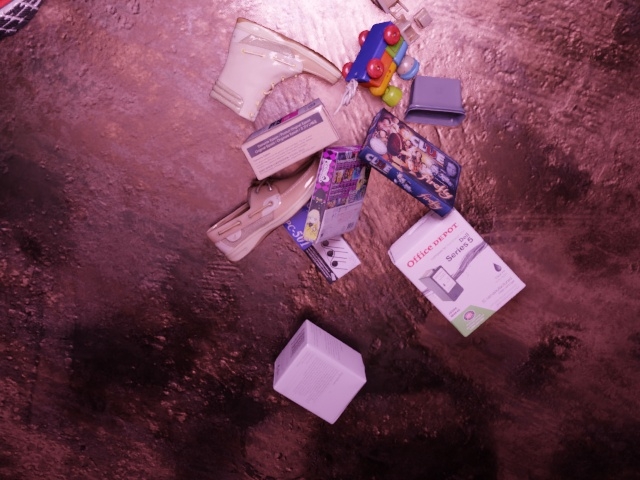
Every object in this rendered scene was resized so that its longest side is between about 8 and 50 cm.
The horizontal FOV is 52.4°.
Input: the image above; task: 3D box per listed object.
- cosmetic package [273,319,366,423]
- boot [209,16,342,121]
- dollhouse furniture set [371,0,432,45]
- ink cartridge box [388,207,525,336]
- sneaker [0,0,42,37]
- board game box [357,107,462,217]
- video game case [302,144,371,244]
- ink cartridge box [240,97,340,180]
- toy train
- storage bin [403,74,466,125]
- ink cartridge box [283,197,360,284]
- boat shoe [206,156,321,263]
[{"bbox_3d":[-0.003,0.331,1.651,0.183,0.151,0.151,34,103,-10],"label":"cosmetic package"},{"bbox_3d":[-0.102,-0.357,1.466,0.261,0.095,0.204,23,105,-8],"label":"boot"},{"bbox_3d":[0.210,-0.560,1.438,0.182,0.101,0.161,-39,129,9],"label":"dollhouse furniture set"},{"bbox_3d":[0.331,0.068,1.602,0.198,0.115,0.273,-43,104,10],"label":"ink cartridge box"},{"bbox_3d":[-0.738,-0.493,1.399,0.278,0.107,0.118,-26,97,3],"label":"sneaker"},{"bbox_3d":[0.211,-0.182,1.499,0.243,0.165,0.042,34,135,-12],"label":"board game box"},{"bbox_3d":[0.046,-0.111,1.483,0.041,0.232,0.210,21,108,21],"label":"video game case"},{"bbox_3d":[-0.064,-0.229,1.433,0.193,0.235,0.088,-28,104,6],"label":"ink cartridge box"},{"bbox_3d":[0.123,-0.343,1.436,0.143,0.105,0.248,34,77,-36],"label":"toy train"},{"bbox_3d":[0.264,-0.323,1.501,0.135,0.098,0.091,5,79,-3],"label":"storage bin"},{"bbox_3d":[0.000,0.000,1.605,0.097,0.046,0.207,-35,105,7],"label":"ink cartridge box"},{"bbox_3d":[-0.126,-0.088,1.534,0.341,0.122,0.110,-42,105,11],"label":"boat shoe"}]
